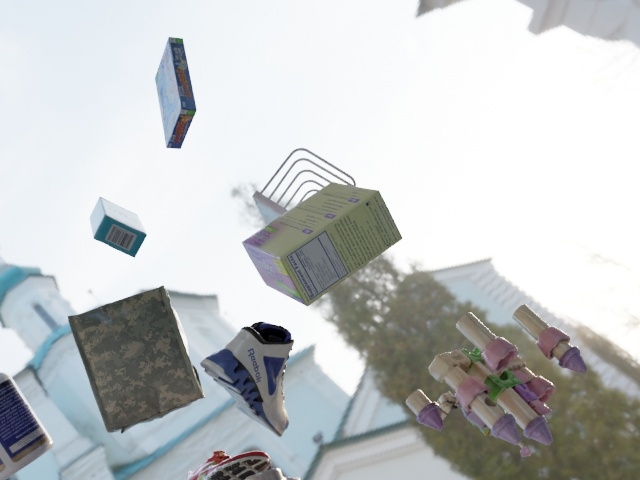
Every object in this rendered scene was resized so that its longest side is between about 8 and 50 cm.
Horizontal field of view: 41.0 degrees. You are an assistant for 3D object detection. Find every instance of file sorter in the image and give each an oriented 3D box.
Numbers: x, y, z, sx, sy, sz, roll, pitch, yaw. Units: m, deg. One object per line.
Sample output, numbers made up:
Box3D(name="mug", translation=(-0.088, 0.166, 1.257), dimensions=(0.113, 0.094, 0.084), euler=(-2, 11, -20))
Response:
Box3D(name="file sorter", translation=(-0.015, -0.070, 2.029), dimensions=(0.173, 0.193, 0.277), euler=(-54, -16, -12))

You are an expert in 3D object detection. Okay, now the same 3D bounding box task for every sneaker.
Box3D(name="sneaker", translation=(-0.222, 0.520, 1.934), dimensions=(0.279, 0.118, 0.107), euler=(-31, -59, 29))
Box3D(name="sneaker", translation=(-0.080, 0.528, 1.659), dimensions=(0.108, 0.121, 0.302), euler=(-23, -24, 2))
Box3D(name="sneaker", translation=(-0.115, 0.284, 1.843), dimensions=(0.182, 0.127, 0.315), euler=(-50, -39, -19))

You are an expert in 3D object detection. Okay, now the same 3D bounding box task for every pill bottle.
Box3D(name="pill bottle", translation=(-0.723, 0.387, 1.890), dimensions=(0.153, 0.264, 0.153), euler=(-33, 0, 0))

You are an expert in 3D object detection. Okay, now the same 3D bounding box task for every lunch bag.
Box3D(name="lunch bag", translation=(-0.417, 0.279, 1.970), dimensions=(0.235, 0.287, 0.169), euler=(-19, -13, -10))

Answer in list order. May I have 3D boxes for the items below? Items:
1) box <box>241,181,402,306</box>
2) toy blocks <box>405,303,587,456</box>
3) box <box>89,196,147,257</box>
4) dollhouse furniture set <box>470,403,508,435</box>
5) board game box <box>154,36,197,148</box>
Box3D(name="box", translation=(0.000, 0.000, 1.716), dimensions=(0.243, 0.213, 0.117), euler=(-34, -69, -17))
Box3D(name="toy blocks", translation=(0.377, 0.327, 1.737), dimensions=(0.289, 0.260, 0.309), euler=(-3, -50, -48))
Box3D(name="box", translation=(-0.455, -0.033, 1.910), dimensions=(0.100, 0.244, 0.060), euler=(27, -87, -20))
Box3D(name="dollhouse furniture set", translation=(0.451, 0.428, 2.164), dimensions=(0.151, 0.076, 0.058), euler=(-52, 6, 4))
Box3D(name="board game box", translation=(-0.314, -0.318, 1.846), dimensions=(0.035, 0.201, 0.136), euler=(1, -33, -26))
